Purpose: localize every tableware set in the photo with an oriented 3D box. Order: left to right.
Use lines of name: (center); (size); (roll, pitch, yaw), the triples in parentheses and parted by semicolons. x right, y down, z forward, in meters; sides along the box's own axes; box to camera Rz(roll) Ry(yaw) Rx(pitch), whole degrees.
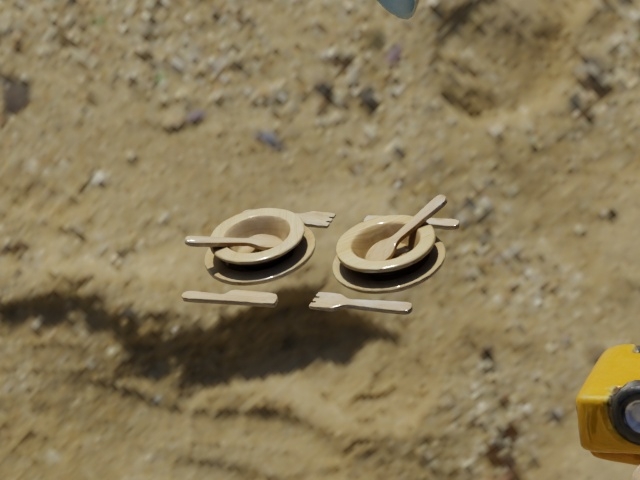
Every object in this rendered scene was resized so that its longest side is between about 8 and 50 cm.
tableware set: (0.000, 0.000, 1.460); (0.128, 0.194, 0.039); (-57, 142, -49)

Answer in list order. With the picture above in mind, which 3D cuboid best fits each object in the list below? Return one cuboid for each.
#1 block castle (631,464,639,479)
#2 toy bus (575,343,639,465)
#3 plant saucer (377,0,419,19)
block castle: (0.294, 0.050, 0.616); (0.212, 0.453, 0.303); (3, 21, -29)
toy bus: (0.362, 0.142, 1.404); (0.108, 0.332, 0.130); (-47, 131, -59)
plant saucer: (0.026, -0.233, 1.211); (0.037, 0.195, 0.195); (-28, 78, -7)
